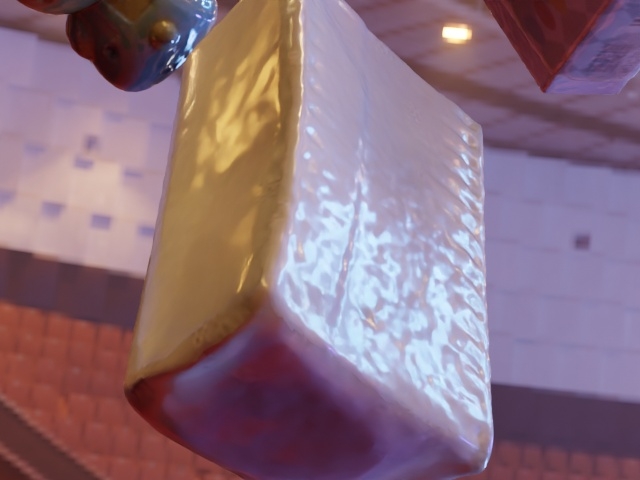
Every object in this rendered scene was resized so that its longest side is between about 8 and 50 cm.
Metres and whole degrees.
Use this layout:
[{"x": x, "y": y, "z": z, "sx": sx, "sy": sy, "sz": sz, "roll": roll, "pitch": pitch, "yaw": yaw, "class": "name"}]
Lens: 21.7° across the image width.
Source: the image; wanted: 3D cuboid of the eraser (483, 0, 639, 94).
[{"x": 0.237, "y": -0.258, "z": 1.510, "sx": 0.082, "sy": 0.213, "sz": 0.397, "roll": -31, "pitch": -8, "yaw": -10, "class": "eraser"}]

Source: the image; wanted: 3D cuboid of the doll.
[{"x": -0.245, "y": -0.296, "z": 1.837, "sx": 0.261, "sy": 0.177, "sz": 0.161, "roll": 48, "pitch": -1, "yaw": -34, "class": "doll"}]

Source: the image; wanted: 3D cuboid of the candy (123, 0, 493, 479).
[{"x": -0.003, "y": 0.000, "z": 1.094, "sx": 0.145, "sy": 0.359, "sz": 0.208, "roll": -32, "pitch": -56, "yaw": 29, "class": "candy"}]
